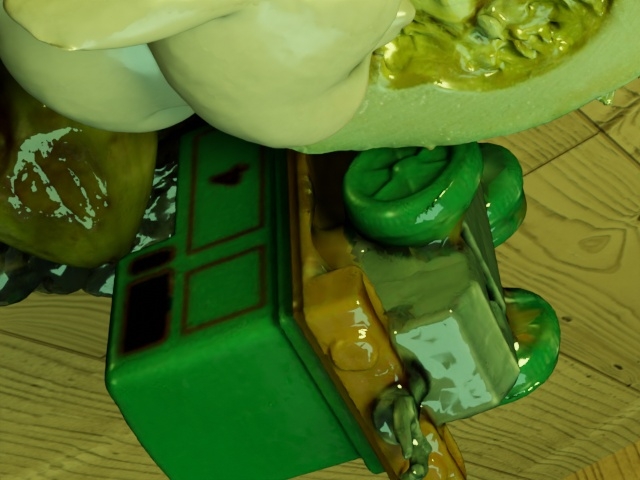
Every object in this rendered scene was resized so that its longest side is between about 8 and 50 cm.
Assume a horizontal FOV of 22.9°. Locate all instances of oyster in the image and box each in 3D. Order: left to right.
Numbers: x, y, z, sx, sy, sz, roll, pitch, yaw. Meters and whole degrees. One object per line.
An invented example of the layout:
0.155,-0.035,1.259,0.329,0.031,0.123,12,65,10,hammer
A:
-0.185,0.000,1.188,0.361,0.096,0.221,-12,161,-14,oyster

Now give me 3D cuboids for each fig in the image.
-0.170,-0.060,1.008,0.144,0.154,0.166,6,136,41,fig

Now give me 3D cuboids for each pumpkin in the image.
0.049,-0.206,0.817,0.293,0.197,0.263,-4,139,11,pumpkin

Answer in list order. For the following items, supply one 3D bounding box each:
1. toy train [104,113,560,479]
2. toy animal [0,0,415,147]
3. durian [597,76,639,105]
0.000,0.000,0.987,0.249,0.429,0.178,-20,127,13,toy train
-0.064,-0.113,0.655,0.178,0.127,0.193,16,174,-28,toy animal
0.233,-0.200,1.032,0.193,0.138,0.237,35,153,-17,durian
